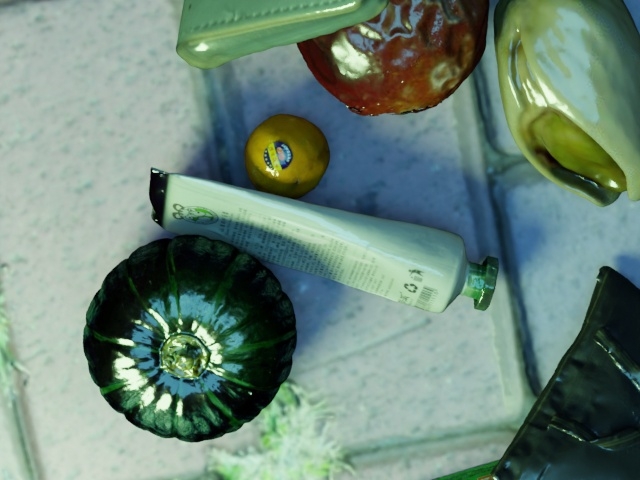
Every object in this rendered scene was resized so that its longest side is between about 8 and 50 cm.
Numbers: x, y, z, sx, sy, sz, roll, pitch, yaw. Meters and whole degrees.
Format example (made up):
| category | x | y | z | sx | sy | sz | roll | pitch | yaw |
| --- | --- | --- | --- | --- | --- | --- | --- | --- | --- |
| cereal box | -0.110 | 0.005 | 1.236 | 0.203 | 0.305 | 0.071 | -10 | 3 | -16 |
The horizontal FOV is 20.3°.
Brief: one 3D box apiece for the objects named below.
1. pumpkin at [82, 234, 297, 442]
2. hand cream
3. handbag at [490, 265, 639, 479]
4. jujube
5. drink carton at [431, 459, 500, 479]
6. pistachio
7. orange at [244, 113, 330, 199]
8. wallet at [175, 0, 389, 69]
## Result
| category | x | y | z | sx | sy | sz | roll | pitch | yaw |
| --- | --- | --- | --- | --- | --- | --- | --- | --- | --- |
| pumpkin | -0.123 | 0.093 | 1.670 | 0.202 | 0.140 | 0.202 | 1 | 101 | 5 |
| hand cream | 0.000 | 0.000 | 1.672 | 0.336 | 0.121 | 0.076 | 15 | 63 | -3 |
| handbag | 0.295 | 0.174 | 1.658 | 0.211 | 0.088 | 0.254 | 35 | 67 | -3 |
| jujube | 0.057 | -0.233 | 1.586 | 0.183 | 0.183 | 0.243 | -9 | 97 | 4 |
| drink carton | 0.159 | 0.308 | 1.697 | 0.146 | 0.144 | 0.142 | -16 | 104 | 5 |
| pistachio | 0.237 | -0.142 | 1.619 | 0.153 | 0.138 | 0.237 | -23 | 101 | -29 |
| orange | -0.032 | -0.078 | 1.667 | 0.084 | 0.083 | 0.083 | 0 | 99 | 2 |
| wallet | -0.011 | -0.330 | 1.498 | 0.083 | 0.252 | 0.360 | 22 | 69 | -39 |
